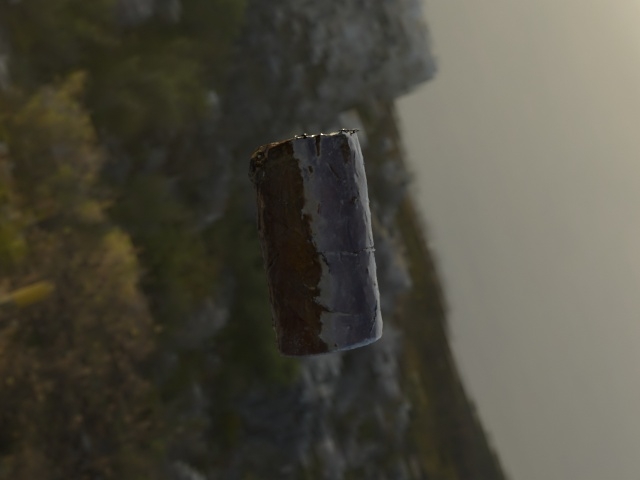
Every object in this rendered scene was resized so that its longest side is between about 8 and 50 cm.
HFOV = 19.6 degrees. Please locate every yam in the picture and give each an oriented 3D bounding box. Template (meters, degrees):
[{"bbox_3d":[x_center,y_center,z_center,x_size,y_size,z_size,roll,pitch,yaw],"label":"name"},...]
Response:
[{"bbox_3d":[-0.002,0.000,1.203,0.079,0.079,0.141,-28,110,-76],"label":"yam"}]
